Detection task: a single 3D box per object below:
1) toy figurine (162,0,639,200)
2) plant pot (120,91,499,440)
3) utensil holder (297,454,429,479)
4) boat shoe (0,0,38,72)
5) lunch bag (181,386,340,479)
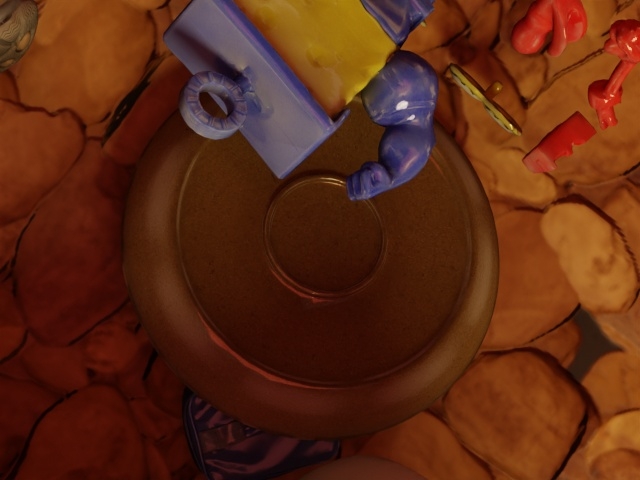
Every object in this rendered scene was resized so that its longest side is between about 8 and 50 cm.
[{"bbox_3d":[-0.008,-0.151,1.018,0.217,0.191,0.362,-41,93,-28],"label":"toy figurine"},{"bbox_3d":[0.000,0.000,1.101,0.236,0.032,0.236,4,73,-13],"label":"plant pot"},{"bbox_3d":[-0.073,0.333,0.940,0.385,0.327,0.328,-24,96,-24],"label":"utensil holder"},{"bbox_3d":[-0.326,-0.098,1.046,0.324,0.123,0.116,-26,89,-14],"label":"boat shoe"},{"bbox_3d":[-0.033,0.109,1.118,0.098,0.065,0.067,-16,94,-8],"label":"lunch bag"}]
